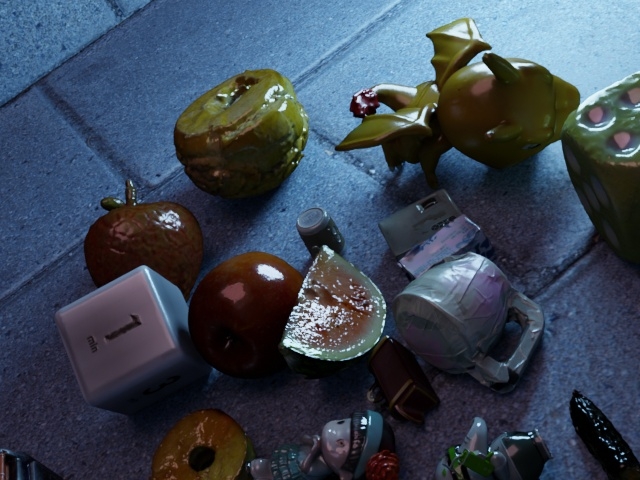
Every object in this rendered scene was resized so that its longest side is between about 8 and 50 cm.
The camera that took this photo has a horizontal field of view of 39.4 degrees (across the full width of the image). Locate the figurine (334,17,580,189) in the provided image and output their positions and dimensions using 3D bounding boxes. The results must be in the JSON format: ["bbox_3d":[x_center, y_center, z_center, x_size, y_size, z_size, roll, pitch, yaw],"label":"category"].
[{"bbox_3d":[0.257,-0.239,1.722,0.401,0.268,0.387,-40,25,-29],"label":"figurine"}]

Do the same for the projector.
[{"bbox_3d":[0.196,-0.017,1.678,0.147,0.061,0.115,-28,40,3],"label":"projector"}]

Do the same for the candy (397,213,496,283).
[{"bbox_3d":[0.225,0.033,1.583,0.160,0.092,0.073,-37,41,-6],"label":"candy"}]

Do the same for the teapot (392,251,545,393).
[{"bbox_3d":[0.244,0.113,1.431,0.178,0.163,0.221,-42,39,-25],"label":"teapot"}]

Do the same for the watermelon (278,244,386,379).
[{"bbox_3d":[0.016,0.155,1.559,0.159,0.128,0.303,26,36,-3],"label":"watermelon"}]

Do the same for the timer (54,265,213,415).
[{"bbox_3d":[-0.339,0.188,1.644,0.195,0.192,0.194,-29,70,2],"label":"timer"}]

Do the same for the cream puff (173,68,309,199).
[{"bbox_3d":[-0.156,-0.224,1.988,0.342,0.231,0.327,12,49,48],"label":"cream puff"}]

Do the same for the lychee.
[{"bbox_3d":[-0.362,0.014,1.846,0.255,0.300,0.255,-14,-1,0],"label":"lychee"}]

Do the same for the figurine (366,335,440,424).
[{"bbox_3d":[0.122,0.240,1.443,0.098,0.082,0.154,-38,38,11],"label":"figurine"}]

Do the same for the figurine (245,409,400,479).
[{"bbox_3d":[0.007,0.349,1.372,0.245,0.110,0.138,-24,41,15],"label":"figurine"}]

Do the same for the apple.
[{"bbox_3d":[-0.125,0.132,1.600,0.218,0.218,0.201,-1,22,32],"label":"apple"}]

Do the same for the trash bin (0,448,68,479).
[{"bbox_3d":[-0.556,0.487,1.521,0.238,0.184,0.161,-33,38,5],"label":"trash bin"}]

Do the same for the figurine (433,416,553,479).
[{"bbox_3d":[0.228,0.324,1.254,0.192,0.126,0.147,-31,3,8],"label":"figurine"}]

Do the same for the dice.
[{"bbox_3d":[0.544,-0.120,1.436,0.238,0.233,0.227,-28,39,4],"label":"dice"}]

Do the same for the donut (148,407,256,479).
[{"bbox_3d":[-0.185,0.374,1.483,0.190,0.075,0.174,8,52,38],"label":"donut"}]

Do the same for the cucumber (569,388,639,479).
[{"bbox_3d":[0.396,0.280,1.245,0.053,0.053,0.181,-28,37,3],"label":"cucumber"}]

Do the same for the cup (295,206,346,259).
[{"bbox_3d":[-0.006,-0.001,1.758,0.074,0.099,0.102,1,48,34],"label":"cup"}]
